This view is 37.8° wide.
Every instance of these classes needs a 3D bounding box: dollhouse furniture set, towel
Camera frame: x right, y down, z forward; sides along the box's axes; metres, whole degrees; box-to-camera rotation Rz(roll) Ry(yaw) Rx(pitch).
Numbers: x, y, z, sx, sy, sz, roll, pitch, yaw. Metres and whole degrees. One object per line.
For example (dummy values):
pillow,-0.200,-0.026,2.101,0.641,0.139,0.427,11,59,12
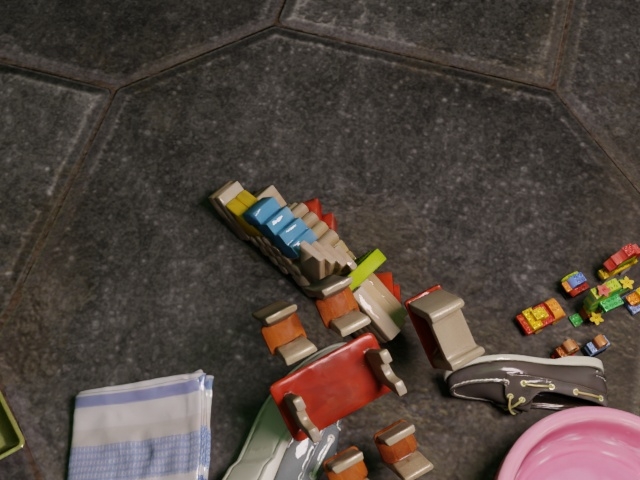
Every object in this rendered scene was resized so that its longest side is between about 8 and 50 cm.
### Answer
dollhouse furniture set,0.064,0.160,1.188,0.259,0.135,0.262,-26,99,-14
towel,-0.239,0.314,1.201,0.209,0.034,0.284,-10,60,16

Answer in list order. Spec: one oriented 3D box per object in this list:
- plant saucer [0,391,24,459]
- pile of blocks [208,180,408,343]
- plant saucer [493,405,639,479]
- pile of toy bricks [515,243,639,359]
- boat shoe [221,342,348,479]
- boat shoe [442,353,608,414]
plant saucer,-0.515,0.250,1.256,0.188,0.045,0.188,-28,67,-16
pile of blocks,0.000,0.000,1.352,0.362,0.149,0.113,39,67,18
plant saucer,0.358,0.376,1.167,0.332,0.084,0.332,7,58,-12
pile of toy bricks,0.398,0.086,1.341,0.212,0.105,0.118,-26,65,-15
boat shoe,-0.031,0.277,1.248,0.099,0.116,0.319,51,54,-24
boat shoe,0.284,0.202,1.287,0.228,0.081,0.068,-1,57,-5
